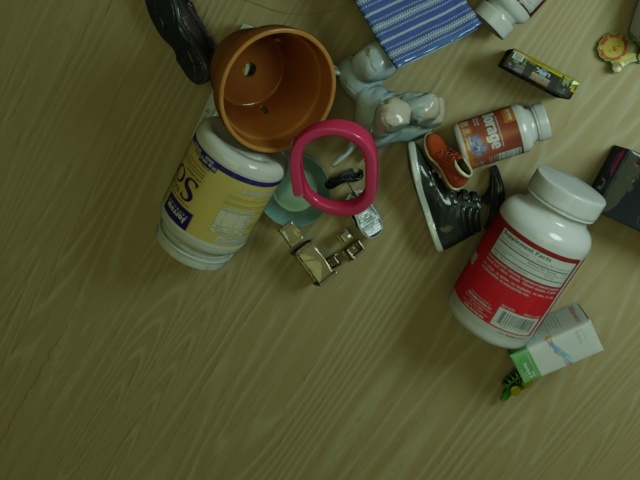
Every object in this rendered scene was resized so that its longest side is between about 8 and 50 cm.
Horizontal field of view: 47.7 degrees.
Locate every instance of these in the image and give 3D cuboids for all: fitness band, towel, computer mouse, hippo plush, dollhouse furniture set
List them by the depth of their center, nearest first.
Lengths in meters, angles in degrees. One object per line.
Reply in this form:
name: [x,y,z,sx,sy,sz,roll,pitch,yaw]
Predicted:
towel: [0.192,-0.586,1.669,0.243,0.040,0.336,-28,83,-13]
fitness band: [0.033,-0.167,1.720,0.208,0.054,0.291,5,139,8]
hippo plush: [0.153,-0.354,1.757,0.294,0.234,0.237,-30,77,54]
computer mouse: [0.095,-0.090,1.871,0.106,0.042,0.193,-30,101,-17]
dollhouse furniture set: [0.000,0.000,1.906,0.161,0.101,0.182,-37,96,-11]

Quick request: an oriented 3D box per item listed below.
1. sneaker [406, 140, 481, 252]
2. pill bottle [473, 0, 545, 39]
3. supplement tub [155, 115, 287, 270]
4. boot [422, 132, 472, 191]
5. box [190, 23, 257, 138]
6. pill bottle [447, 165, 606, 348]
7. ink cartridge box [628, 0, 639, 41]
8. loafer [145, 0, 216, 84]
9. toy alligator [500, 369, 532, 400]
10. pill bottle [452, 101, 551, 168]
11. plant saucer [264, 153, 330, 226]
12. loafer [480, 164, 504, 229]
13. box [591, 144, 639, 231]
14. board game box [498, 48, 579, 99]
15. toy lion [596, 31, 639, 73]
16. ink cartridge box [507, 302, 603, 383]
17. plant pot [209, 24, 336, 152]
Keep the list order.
sneaker: [0.315,-0.126,1.814,0.146,0.104,0.296,-19,104,9]
pill bottle: [0.466,-0.582,1.672,0.121,0.121,0.221,42,105,-3]
supplement tub: [-0.254,-0.115,1.804,0.241,0.241,0.331,32,116,0]
boot: [0.307,-0.201,1.732,0.059,0.084,0.158,-29,81,-23]
box: [-0.232,-0.391,1.843,0.063,0.067,0.324,28,106,2]
pill bottle: [0.492,0.039,1.726,0.228,0.229,0.408,26,115,1]
ink cartridge box: [0.881,-0.531,1.606,0.306,0.131,0.226,12,115,3]
loafer: [-0.343,-0.538,1.825,0.109,0.095,0.303,-24,95,43]
toy alligator: [0.540,0.353,1.910,0.189,0.056,0.051,-40,95,14]
pill bottle: [0.438,-0.258,1.751,0.216,0.121,0.121,-17,100,11]
plant saucer: [-0.068,-0.132,1.894,0.194,0.037,0.195,2,103,8]
loafer: [0.433,-0.104,1.820,0.061,0.062,0.170,-6,101,14]
box: [0.801,-0.097,1.726,0.270,0.143,0.165,24,105,2]
board game box: [0.508,-0.390,1.700,0.170,0.141,0.048,28,104,1]
toy lion: [0.712,-0.452,1.717,0.100,0.034,0.096,-20,92,12]
ink cartridge box: [0.585,0.256,1.831,0.212,0.154,0.093,-28,98,13]
plant pot: [-0.137,-0.381,1.715,0.290,0.203,0.291,-15,125,-23]
